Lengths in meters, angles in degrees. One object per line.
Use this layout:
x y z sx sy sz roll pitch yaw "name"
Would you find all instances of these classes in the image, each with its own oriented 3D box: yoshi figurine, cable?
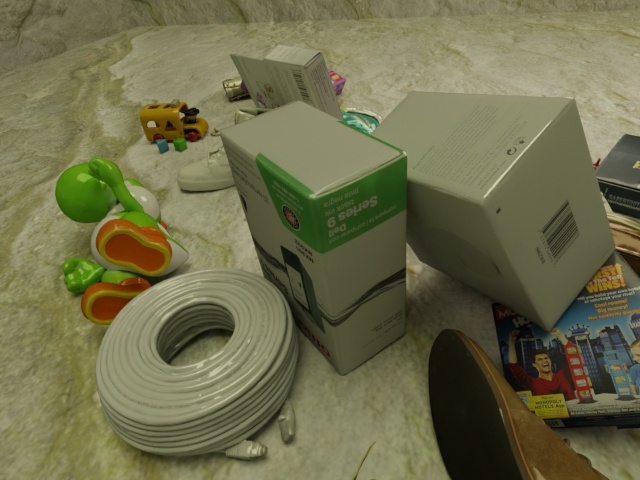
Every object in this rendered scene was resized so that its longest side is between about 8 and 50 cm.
-0.369 -0.028 0.705 0.203 0.203 0.362 -27 36 -12 "yoshi figurine"
-0.156 0.141 0.536 0.256 0.089 0.257 -4 38 2 "cable"

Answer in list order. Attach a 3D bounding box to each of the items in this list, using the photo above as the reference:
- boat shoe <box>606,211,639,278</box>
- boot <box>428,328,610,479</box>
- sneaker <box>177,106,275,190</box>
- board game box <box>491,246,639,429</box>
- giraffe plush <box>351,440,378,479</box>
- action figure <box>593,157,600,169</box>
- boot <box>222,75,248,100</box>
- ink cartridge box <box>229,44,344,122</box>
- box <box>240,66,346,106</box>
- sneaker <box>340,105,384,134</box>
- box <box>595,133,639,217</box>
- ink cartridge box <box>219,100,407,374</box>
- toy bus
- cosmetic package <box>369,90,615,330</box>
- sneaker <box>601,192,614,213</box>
0.337 0.019 0.619 0.119 0.123 0.323 -39 42 -25 "boat shoe"
0.202 0.219 0.397 0.115 0.113 0.306 1 41 -19 "boot"
-0.198 -0.219 0.945 0.292 0.169 0.108 -14 40 -8 "sneaker"
0.311 0.108 0.477 0.194 0.060 0.194 -18 46 30 "board game box"
0.059 0.280 0.276 0.170 0.181 0.210 27 64 20 "giraffe plush"
0.541 -0.166 0.890 0.115 0.030 0.038 0 43 11 "action figure"
-0.241 -0.521 1.416 0.164 0.077 0.213 -20 39 -15 "boot"
-0.059 -0.310 0.955 0.238 0.275 0.060 28 68 36 "ink cartridge box"
-0.080 -0.500 1.319 0.200 0.057 0.293 38 51 11 "box"
0.030 -0.296 1.072 0.275 0.107 0.110 15 51 24 "sneaker"
0.641 -0.119 0.789 0.183 0.059 0.232 27 49 37 "box"
0.000 0.000 0.537 0.121 0.290 0.211 -29 43 -22 "ink cartridge box"
-0.411 -0.349 1.192 0.202 0.105 0.190 -34 46 -31 "toy bus"
0.188 -0.047 0.502 0.138 0.224 0.224 -47 35 -7 "cosmetic package"
0.454 -0.081 0.738 0.089 0.095 0.235 -5 39 -1 "sneaker"
